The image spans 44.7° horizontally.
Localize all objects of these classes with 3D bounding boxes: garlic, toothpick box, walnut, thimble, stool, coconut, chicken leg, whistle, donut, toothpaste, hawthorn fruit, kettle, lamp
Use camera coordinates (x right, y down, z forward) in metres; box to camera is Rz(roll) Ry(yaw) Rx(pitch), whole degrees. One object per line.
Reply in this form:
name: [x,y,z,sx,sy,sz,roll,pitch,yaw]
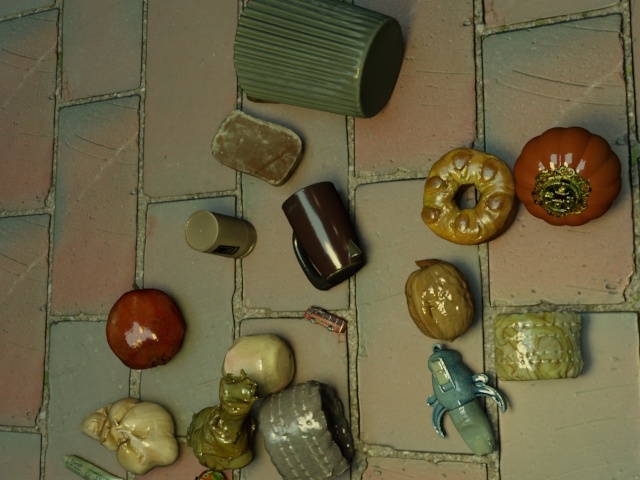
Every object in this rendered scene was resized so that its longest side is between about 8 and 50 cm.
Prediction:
garlic: [-0.497,0.501,2.064,0.281,0.203,0.184,28,77,29]
toothpick box: [-0.258,-0.014,2.020,0.111,0.181,0.111,-4,81,27]
walnut: [0.270,0.143,1.765,0.155,0.155,0.184,-23,83,21]
thimble: [0.469,0.227,1.669,0.191,0.137,0.143,-5,79,10]
stool: [0.003,-0.454,1.900,0.330,0.297,0.297,20,92,21]
coconut: [-0.164,0.311,1.948,0.183,0.171,0.170,-6,81,23]
chicken leg: [-0.223,0.434,1.871,0.201,0.153,0.429,59,151,25]
whistle: [0.317,0.355,1.756,0.180,0.093,0.269,-30,78,26]
donut: [0.341,-0.096,1.780,0.227,0.114,0.226,-4,81,25]
toothpaste: [-0.648,0.660,2.203,0.218,0.041,0.064,21,87,23]
hawthorn fruit: [-0.475,0.218,2.092,0.205,0.205,0.253,-34,66,18]
kettle: [0.000,0.000,1.924,0.202,0.144,0.232,-37,71,38]
thimble: [-0.030,0.456,1.837,0.172,0.205,0.236,-21,78,16]
lamp: [0.523,-0.135,1.654,0.223,0.196,0.223,13,125,20]

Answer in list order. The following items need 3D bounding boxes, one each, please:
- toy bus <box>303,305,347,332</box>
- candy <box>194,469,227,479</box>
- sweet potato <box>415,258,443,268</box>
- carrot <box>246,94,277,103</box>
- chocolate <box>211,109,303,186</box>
toy bus: [0.013,0.198,1.946,0.110,0.031,0.043,22,91,25]
candy: [-0.293,0.733,2.014,0.084,0.078,0.287,8,95,23]
sweet potato: [0.267,0.060,1.842,0.095,0.034,0.034,8,87,37]
carrot: [-0.085,-0.381,2.061,0.255,0.049,0.049,8,87,23]
chocolate: [-0.161,-0.235,2.058,0.254,0.080,0.156,25,80,24]
